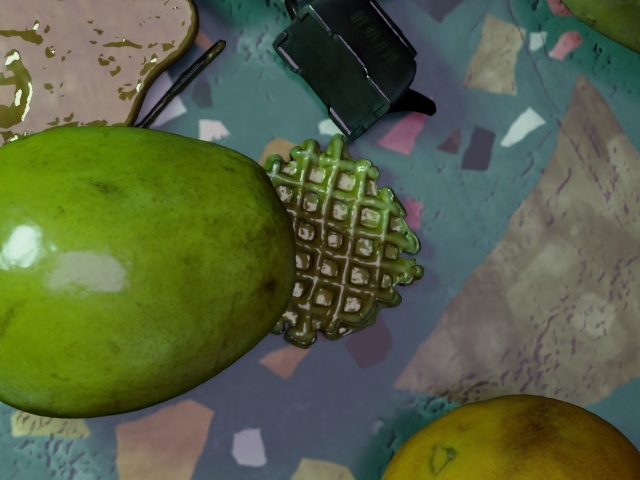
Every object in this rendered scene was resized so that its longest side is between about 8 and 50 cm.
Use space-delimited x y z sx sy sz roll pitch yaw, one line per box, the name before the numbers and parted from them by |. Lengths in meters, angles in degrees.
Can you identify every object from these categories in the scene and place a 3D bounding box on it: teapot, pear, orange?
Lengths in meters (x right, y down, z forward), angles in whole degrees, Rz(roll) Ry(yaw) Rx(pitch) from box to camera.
teapot | 0.038 -0.175 1.491 0.177 0.087 0.096 50 58 0
pear | -0.179 0.023 1.382 0.307 0.253 0.253 -14 88 -11
orange | 0.167 0.258 1.389 0.261 0.261 0.261 0 87 -4

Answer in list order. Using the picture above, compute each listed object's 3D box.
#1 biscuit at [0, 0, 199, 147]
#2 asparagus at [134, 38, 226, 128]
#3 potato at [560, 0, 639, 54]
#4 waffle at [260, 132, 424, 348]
biscuit | -0.313 -0.223 1.476 0.385 0.062 0.365 -28 91 -5
asparagus | -0.145 -0.127 1.508 0.016 0.013 0.166 42 85 10
potato | 0.335 -0.245 1.484 0.296 0.141 0.192 27 69 -1
waffle | 0.000 0.000 1.500 0.169 0.036 0.183 -29 91 -7
